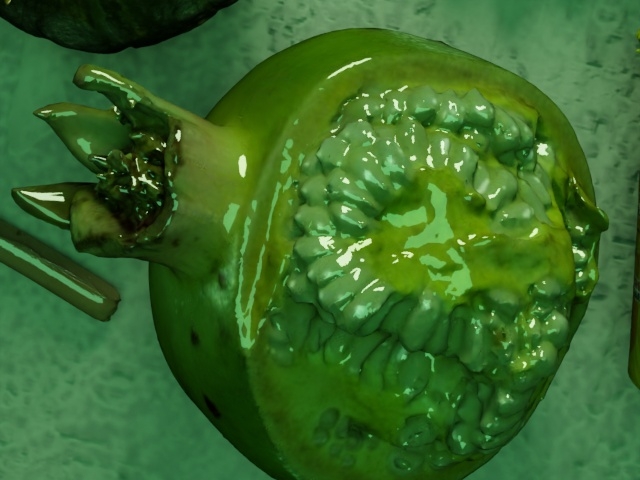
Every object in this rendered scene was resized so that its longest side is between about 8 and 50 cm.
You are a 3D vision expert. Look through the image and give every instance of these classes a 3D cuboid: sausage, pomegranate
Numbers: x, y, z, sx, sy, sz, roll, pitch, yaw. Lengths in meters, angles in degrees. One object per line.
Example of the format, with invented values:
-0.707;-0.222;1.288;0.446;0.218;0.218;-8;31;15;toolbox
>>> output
-0.175;0.014;1.141;0.116;0.026;0.026;31;94;-3;sausage
0.000;0.000;1.018;0.340;0.260;0.260;24;95;-25;pomegranate

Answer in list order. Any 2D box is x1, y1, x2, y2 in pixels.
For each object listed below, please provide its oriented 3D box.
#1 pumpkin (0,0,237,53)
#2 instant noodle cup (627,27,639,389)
-0.121;-0.224;1.055;0.238;0.159;0.238;0;87;0;pumpkin
0.286;-0.003;1.036;0.264;0.264;0.200;8;104;0;instant noodle cup
